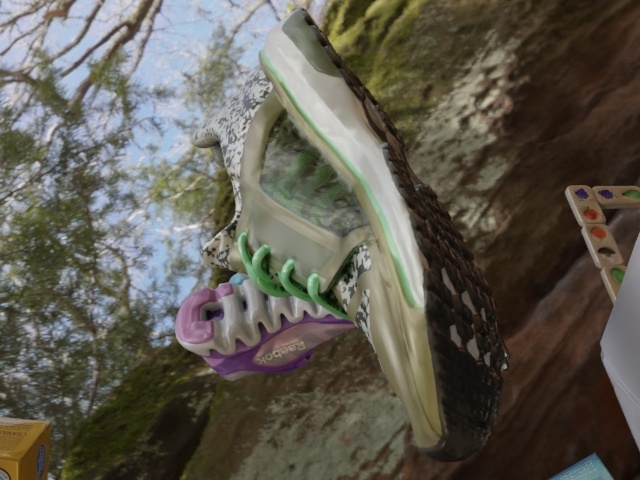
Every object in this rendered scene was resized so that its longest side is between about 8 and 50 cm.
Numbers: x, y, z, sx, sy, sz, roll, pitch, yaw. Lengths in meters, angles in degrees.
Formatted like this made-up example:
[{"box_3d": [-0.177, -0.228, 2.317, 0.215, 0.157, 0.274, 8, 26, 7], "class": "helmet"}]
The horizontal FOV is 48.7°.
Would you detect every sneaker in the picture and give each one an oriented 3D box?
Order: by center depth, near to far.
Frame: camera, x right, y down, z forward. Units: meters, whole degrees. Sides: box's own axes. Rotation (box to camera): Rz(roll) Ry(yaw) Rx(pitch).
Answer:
[{"box_3d": [0.000, 0.000, 0.550, 0.158, 0.182, 0.410, 39, -159, -45], "class": "sneaker"}, {"box_3d": [-0.021, 0.082, 0.722, 0.095, 0.237, 0.104, -105, -1, -51], "class": "sneaker"}]

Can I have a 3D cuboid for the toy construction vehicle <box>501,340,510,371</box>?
[{"box_3d": [0.243, 0.148, 1.025, 0.086, 0.035, 0.098, 28, -140, -64], "class": "toy construction vehicle"}]

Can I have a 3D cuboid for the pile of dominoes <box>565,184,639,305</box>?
[{"box_3d": [0.381, 0.022, 0.710, 0.196, 0.040, 0.251, -2, -131, -6], "class": "pile of dominoes"}]

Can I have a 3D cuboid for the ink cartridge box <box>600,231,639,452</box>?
[{"box_3d": [0.396, 0.038, 0.409, 0.270, 0.396, 0.151, 62, -166, -60], "class": "ink cartridge box"}]

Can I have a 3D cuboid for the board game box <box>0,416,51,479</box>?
[{"box_3d": [-0.364, 0.298, 0.606, 0.064, 0.243, 0.316, -90, 6, -76], "class": "board game box"}]

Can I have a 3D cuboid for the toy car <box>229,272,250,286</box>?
[{"box_3d": [-0.046, 0.066, 0.930, 0.136, 0.182, 0.159, -60, -27, 4], "class": "toy car"}]

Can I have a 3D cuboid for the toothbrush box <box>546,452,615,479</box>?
[{"box_3d": [0.271, 0.370, 0.804, 0.126, 0.216, 0.295, 58, -170, 13], "class": "toothbrush box"}]
